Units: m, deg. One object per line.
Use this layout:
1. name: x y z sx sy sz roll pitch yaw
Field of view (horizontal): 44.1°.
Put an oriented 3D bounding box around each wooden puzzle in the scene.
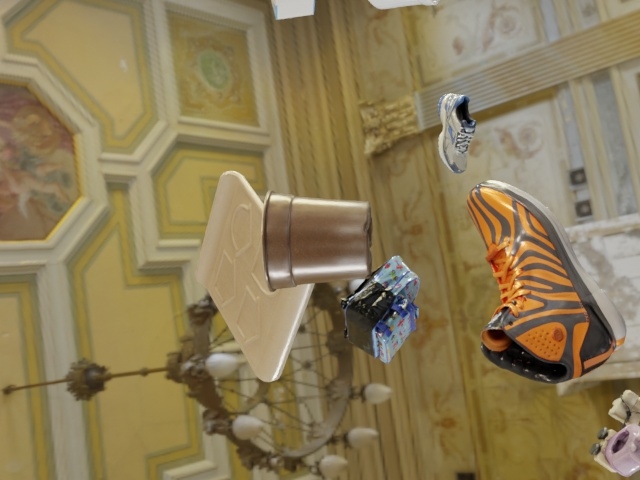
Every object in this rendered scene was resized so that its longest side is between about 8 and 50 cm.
1. wooden puzzle: -0.132 0.071 1.674 0.080 0.322 0.348 -9 -137 -36

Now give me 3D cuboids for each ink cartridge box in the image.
1. ink cartridge box: -0.070 -0.576 1.737 0.090 0.092 0.143 -12 -113 -8

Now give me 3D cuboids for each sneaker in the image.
1. sneaker: 0.230 -0.179 1.316 0.052 0.058 0.135 -12 -83 -37
2. sneaker: 0.284 0.063 1.149 0.180 0.124 0.321 -27 -112 -23

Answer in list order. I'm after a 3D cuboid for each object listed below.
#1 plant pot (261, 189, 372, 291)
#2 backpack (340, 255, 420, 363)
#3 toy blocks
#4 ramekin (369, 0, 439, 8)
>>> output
1. plant pot: 0.000 0.000 1.280 0.167 0.165 0.167 -1 -90 -84
2. backpack: 0.131 0.124 1.506 0.173 0.117 0.158 -47 -26 -23
3. toy blocks: 0.654 0.297 1.215 0.309 0.260 0.288 34 -111 1
4. ramekin: 0.161 -0.629 1.680 0.277 0.135 0.277 -6 -90 -66
